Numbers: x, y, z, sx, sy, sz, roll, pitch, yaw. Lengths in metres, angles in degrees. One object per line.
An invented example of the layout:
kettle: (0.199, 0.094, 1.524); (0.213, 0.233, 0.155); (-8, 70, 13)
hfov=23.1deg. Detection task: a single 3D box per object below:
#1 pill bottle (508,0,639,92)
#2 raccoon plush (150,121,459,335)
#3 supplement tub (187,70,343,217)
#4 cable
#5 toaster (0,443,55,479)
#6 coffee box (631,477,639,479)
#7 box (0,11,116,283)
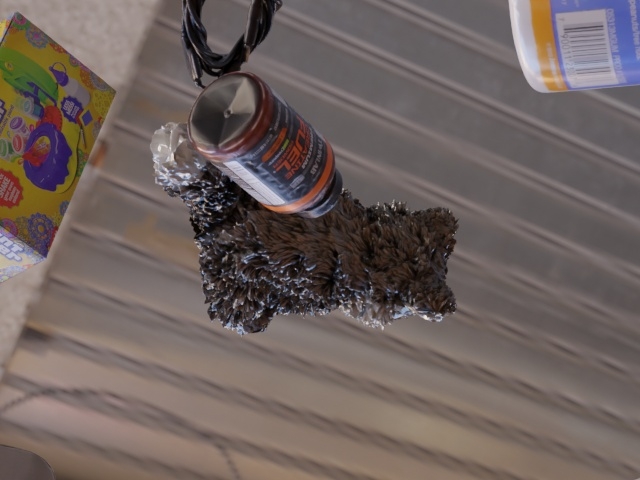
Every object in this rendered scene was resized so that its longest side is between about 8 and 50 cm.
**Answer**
pill bottle: (0.276, -0.188, 1.095); (0.272, 0.152, 0.152); (-4, 178, 17)
raccoon plush: (0.000, 0.000, 1.913); (0.299, 0.216, 0.446); (0, 169, 15)
supplement tub: (-0.052, -0.097, 1.727); (0.106, 0.106, 0.198); (30, 174, 40)
cable: (-0.103, -0.267, 1.819); (0.047, 0.150, 0.184); (35, 153, 31)
toaster: (-0.252, 0.198, 0.926); (0.185, 0.168, 0.110); (13, -133, -10)
coffee box: (0.228, 0.277, 1.303); (0.141, 0.246, 0.098); (30, -139, -56)
box: (-0.450, -0.091, 2.013); (0.177, 0.290, 0.279); (39, 138, -27)
